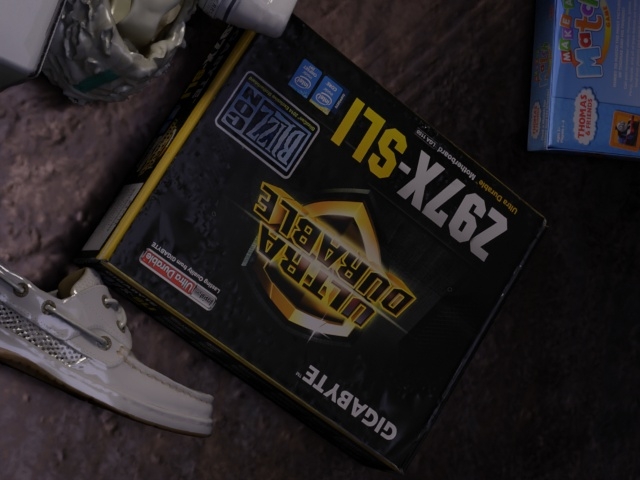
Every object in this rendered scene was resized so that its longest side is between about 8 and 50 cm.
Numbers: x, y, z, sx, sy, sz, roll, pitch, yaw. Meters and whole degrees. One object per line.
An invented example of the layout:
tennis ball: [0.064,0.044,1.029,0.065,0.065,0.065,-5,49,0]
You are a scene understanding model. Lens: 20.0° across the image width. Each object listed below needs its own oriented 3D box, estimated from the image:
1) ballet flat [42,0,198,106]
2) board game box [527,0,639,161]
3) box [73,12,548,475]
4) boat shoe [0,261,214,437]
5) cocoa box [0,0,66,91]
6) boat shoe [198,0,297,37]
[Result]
ballet flat: [-0.098,-0.292,1.410,0.147,0.147,0.409,22,80,-24]
board game box: [0.290,-0.151,1.647,0.211,0.039,0.160,4,88,-26]
box: [0.000,0.000,1.490,0.322,0.079,0.257,38,73,-21]
boat shoe: [-0.190,0.066,1.387,0.277,0.098,0.096,28,80,-22]
cocoa box: [-0.336,-0.268,1.234,0.347,0.231,0.228,23,80,-21]
boat shoe: [-0.023,-0.226,1.434,0.076,0.083,0.226,33,47,-2]
